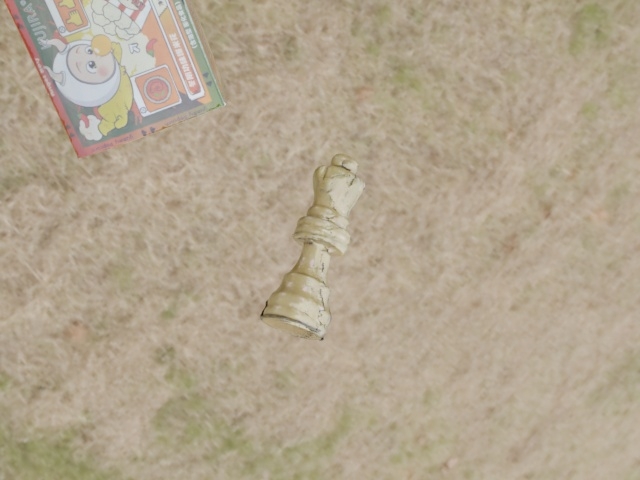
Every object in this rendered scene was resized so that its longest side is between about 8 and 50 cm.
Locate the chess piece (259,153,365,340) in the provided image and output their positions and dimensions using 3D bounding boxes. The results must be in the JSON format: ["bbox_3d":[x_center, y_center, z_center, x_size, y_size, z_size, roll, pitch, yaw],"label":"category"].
[{"bbox_3d":[0.000,0.000,0.768,0.060,0.060,0.172,51,53,-59],"label":"chess piece"}]

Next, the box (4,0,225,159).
[{"bbox_3d":[-0.222,-0.221,0.958,0.178,0.148,0.194,-19,111,1],"label":"box"}]
